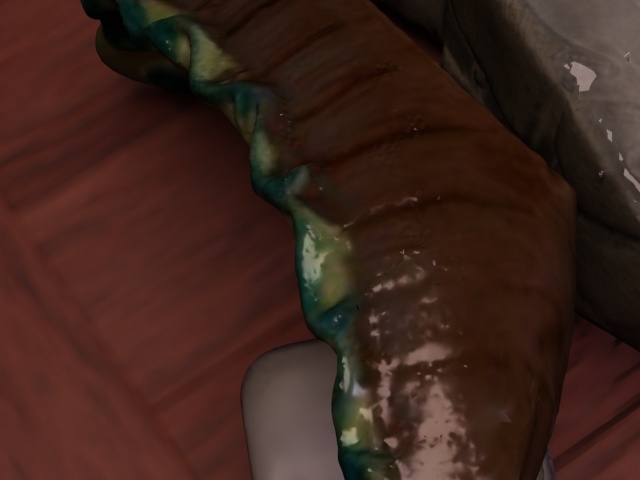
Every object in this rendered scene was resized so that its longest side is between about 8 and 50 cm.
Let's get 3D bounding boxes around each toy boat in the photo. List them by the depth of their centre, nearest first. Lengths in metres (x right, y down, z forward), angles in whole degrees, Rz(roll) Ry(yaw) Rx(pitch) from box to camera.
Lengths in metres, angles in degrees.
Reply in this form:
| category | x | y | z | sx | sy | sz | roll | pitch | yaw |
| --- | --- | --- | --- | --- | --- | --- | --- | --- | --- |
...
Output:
| category | x | y | z | sx | sy | sz | roll | pitch | yaw |
| --- | --- | --- | --- | --- | --- | --- | --- | --- | --- |
| toy boat | 0.009 | -0.006 | 0.497 | 0.099 | 0.108 | 0.293 | -42 | 38 | 11 |

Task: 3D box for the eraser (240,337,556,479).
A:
| category | x | y | z | sx | sy | sz | roll | pitch | yaw |
| --- | --- | --- | --- | --- | --- | --- | --- | --- | --- |
| eraser | 0.044 | 0.189 | 0.479 | 0.089 | 0.061 | 0.352 | -11 | 64 | 0 |

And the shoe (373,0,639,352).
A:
| category | x | y | z | sx | sy | sz | roll | pitch | yaw |
| --- | --- | --- | --- | --- | --- | --- | --- | --- | --- |
| shoe | 0.106 | -0.141 | 0.599 | 0.211 | 0.132 | 0.342 | -23 | 67 | -12 |
